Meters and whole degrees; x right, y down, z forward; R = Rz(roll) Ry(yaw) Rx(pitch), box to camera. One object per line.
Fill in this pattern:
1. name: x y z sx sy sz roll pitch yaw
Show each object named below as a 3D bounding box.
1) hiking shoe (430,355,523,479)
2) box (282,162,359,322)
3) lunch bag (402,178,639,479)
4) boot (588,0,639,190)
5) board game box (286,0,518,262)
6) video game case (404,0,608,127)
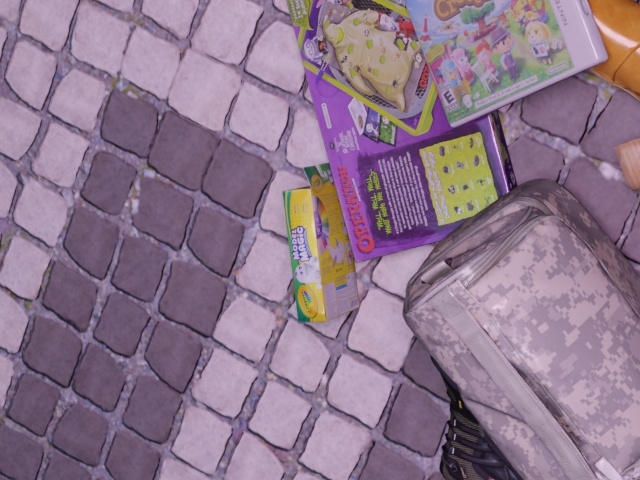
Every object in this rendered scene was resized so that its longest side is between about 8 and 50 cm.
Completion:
1. hiking shoe: 0.171 0.224 1.578 0.114 0.086 0.227 -32 84 21
2. box: 0.000 0.000 1.615 0.043 0.105 0.179 -3 95 24
3. lunch bag: 0.231 0.117 1.420 0.212 0.256 0.305 -37 93 27
4. boot: 0.378 -0.210 1.426 0.211 0.104 0.295 -21 93 20
5. board game box: 0.093 -0.165 1.584 0.208 0.056 0.347 -14 91 21
6. video game case: 0.184 -0.243 1.455 0.212 0.023 0.193 -22 87 47
